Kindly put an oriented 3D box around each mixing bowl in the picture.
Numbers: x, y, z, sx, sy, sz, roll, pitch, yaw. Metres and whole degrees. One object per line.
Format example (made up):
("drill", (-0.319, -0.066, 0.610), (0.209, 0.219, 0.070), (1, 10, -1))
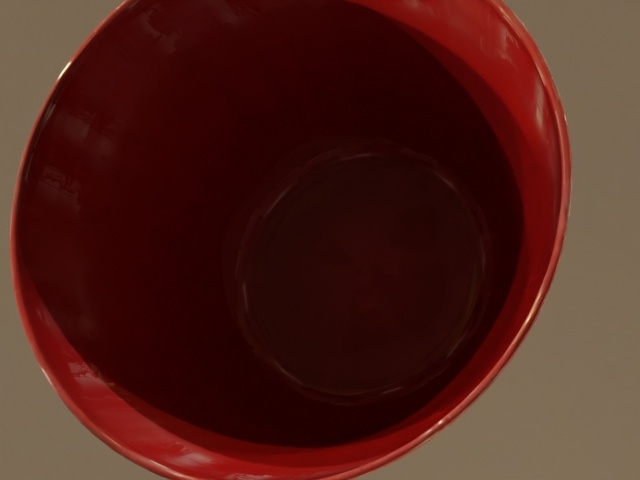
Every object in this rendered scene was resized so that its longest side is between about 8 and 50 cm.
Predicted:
("mixing bowl", (0.000, 0.000, 0.475), (0.181, 0.098, 0.181), (-6, -109, 18))
